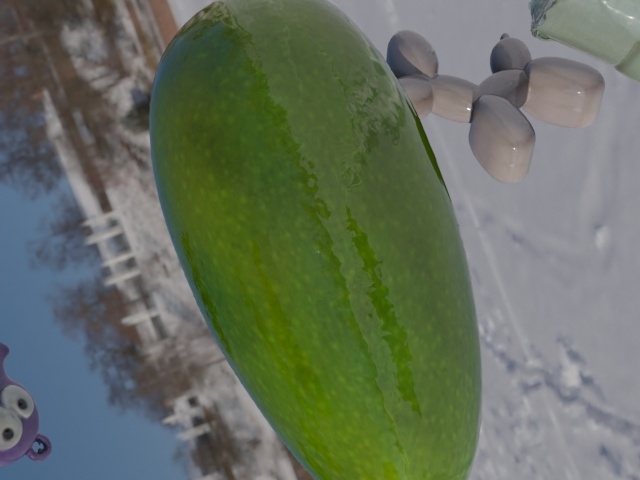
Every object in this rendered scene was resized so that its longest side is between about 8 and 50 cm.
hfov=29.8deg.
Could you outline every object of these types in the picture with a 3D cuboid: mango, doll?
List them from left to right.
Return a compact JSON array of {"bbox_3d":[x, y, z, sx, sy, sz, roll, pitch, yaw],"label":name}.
[{"bbox_3d":[-0.286,0.107,0.885,0.206,0.067,0.110,34,-130,-18],"label":"doll"},{"bbox_3d":[0.000,0.000,0.668,0.192,0.156,0.343,73,174,-60],"label":"mango"},{"bbox_3d":[0.118,-0.115,0.937,0.160,0.161,0.059,36,144,28],"label":"doll"}]

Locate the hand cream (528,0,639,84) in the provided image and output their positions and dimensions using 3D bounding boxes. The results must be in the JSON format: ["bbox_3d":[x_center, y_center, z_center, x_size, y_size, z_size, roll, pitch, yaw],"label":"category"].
[{"bbox_3d":[0.169,-0.051,0.393,0.050,0.204,0.078,-72,5,-56],"label":"hand cream"}]
